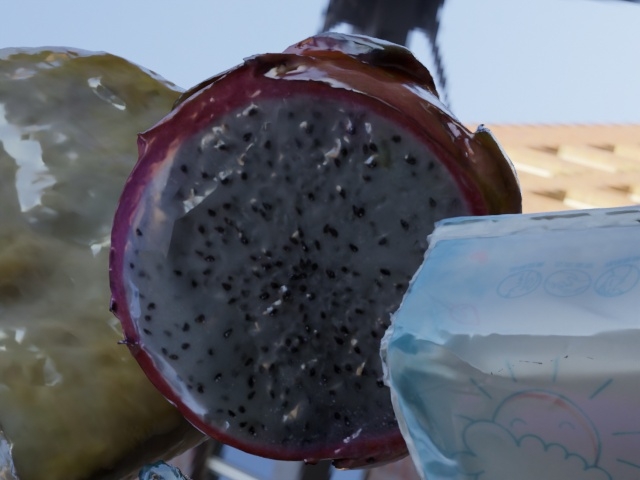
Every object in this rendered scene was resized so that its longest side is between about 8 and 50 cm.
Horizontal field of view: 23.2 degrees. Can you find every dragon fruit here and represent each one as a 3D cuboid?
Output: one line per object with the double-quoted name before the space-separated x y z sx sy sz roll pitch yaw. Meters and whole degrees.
"dragon fruit" 0.000 0.000 1.049 0.189 0.290 0.291 -44 -36 -73

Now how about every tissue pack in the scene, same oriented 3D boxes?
"tissue pack" 0.182 0.085 0.669 0.201 0.271 0.124 66 -147 -32

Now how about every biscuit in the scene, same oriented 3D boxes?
"biscuit" -0.207 -0.005 1.283 0.446 0.429 0.104 -26 -28 -45

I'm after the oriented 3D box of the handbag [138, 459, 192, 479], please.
"handbag" -0.045 0.252 0.950 0.089 0.238 0.326 -41 -8 -8
